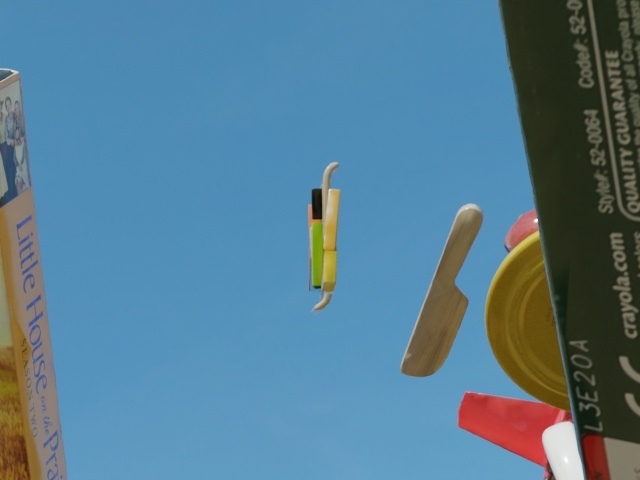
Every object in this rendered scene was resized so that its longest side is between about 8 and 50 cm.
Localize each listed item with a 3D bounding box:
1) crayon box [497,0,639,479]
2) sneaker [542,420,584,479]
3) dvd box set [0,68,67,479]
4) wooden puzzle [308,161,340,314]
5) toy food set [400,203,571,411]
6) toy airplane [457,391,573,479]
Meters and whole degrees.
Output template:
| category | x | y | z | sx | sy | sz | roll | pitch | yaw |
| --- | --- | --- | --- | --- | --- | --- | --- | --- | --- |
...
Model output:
| category | x | y | z | sx | sy | sz | roll | pitch | yaw |
| --- | --- | --- | --- | --- | --- | --- | --- | --- | --- |
| crayon box | 0.176 | -0.095 | 0.465 | 0.106 | 0.313 | 0.363 | 7 | -55 | 35 |
| sneaker | 0.237 | 0.187 | 0.722 | 0.147 | 0.296 | 0.104 | -36 | -20 | 5 |
| dvd box set | -0.351 | 0.072 | 1.124 | 0.307 | 0.062 | 0.420 | 5 | -67 | 15 |
| wooden puzzle | 0.000 | 0.000 | 0.739 | 0.014 | 0.079 | 0.116 | 4 | -12 | -1 |
| toy food set | 0.164 | 0.030 | 0.838 | 0.217 | 0.071 | 0.128 | 11 | -61 | 3 |
| toy airplane | 0.163 | 0.105 | 0.951 | 0.151 | 0.151 | 0.028 | -26 | -17 | 16 |
